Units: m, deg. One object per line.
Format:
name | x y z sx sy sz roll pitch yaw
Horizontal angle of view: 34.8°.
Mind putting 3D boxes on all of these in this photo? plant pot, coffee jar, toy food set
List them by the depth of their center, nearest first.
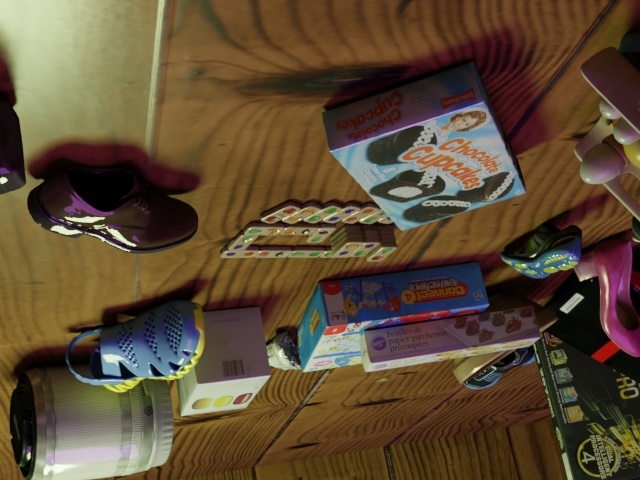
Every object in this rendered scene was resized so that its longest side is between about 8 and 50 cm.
coffee jar | -0.392 -0.083 1.024 0.184 0.096 0.079 -11 162 -4
toy food set | 0.385 -0.083 1.207 0.092 0.220 0.306 -41 163 3
plant pot | 0.348 0.178 2.044 0.237 0.110 0.237 -31 168 -8

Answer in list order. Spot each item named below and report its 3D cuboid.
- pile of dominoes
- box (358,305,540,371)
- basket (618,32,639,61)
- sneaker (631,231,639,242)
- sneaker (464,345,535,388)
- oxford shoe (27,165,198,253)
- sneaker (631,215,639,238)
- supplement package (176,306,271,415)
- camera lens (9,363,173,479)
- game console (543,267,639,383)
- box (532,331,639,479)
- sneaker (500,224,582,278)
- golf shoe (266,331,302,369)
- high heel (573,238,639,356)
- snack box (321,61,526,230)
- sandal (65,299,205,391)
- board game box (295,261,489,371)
pile of dominoes | 0.000 0.000 1.535 0.251 0.040 0.196 0 157 -29
box | 0.234 0.178 1.848 0.324 0.063 0.067 -7 158 -11
basket | 0.498 -0.154 1.203 0.289 0.201 0.255 12 169 21
sneaker | 0.599 -0.008 1.844 0.083 0.032 0.037 -9 159 -6
sneaker | 0.423 0.300 2.512 0.090 0.081 0.232 12 143 -42
oxford shoe | -0.232 -0.040 1.248 0.227 0.083 0.096 8 148 -44
sneaker | 0.582 -0.076 1.584 0.227 0.087 0.130 -24 155 23
supplement package | -0.190 0.229 1.906 0.139 0.134 0.244 -5 159 -16
camera lens | -0.443 0.345 1.955 0.274 0.219 0.219 -1 157 -27
game console | 0.647 0.177 2.089 0.342 0.060 0.386 30 157 6
box | 0.681 0.356 2.333 0.318 0.395 0.097 -11 161 1
sneaker | 0.379 0.015 1.733 0.067 0.078 0.188 31 158 -19
golf shoe | -0.088 0.233 2.075 0.086 0.069 0.176 -7 159 6
high heel | 0.571 0.107 1.890 0.117 0.244 0.082 -22 -169 44
snack box | 0.143 -0.107 1.295 0.187 0.060 0.322 -17 159 15
sandal | -0.321 0.184 1.745 0.317 0.126 0.138 -29 149 36
board game box | 0.125 0.149 1.930 0.301 0.086 0.308 -7 159 -12
